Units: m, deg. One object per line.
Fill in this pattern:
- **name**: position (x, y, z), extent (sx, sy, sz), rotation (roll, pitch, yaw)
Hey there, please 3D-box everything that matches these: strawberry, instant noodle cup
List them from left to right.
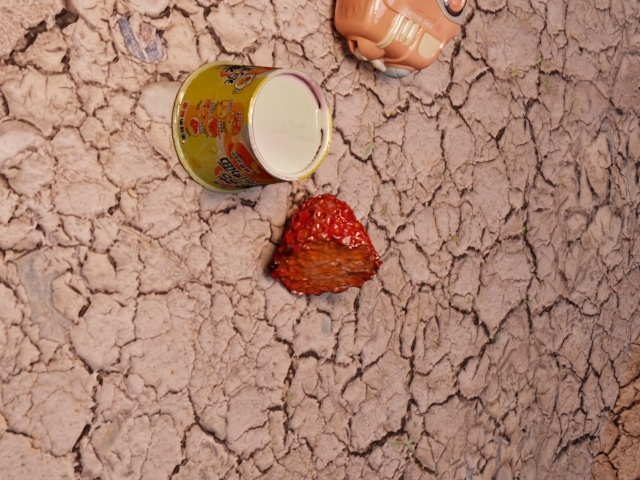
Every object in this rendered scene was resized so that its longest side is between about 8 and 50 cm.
- **instant noodle cup**: position (-0.118, -0.212, 1.782), extent (0.264, 0.200, 0.265), rotation (-5, 98, -42)
- **strawberry**: position (0.000, 0.000, 1.952), extent (0.234, 0.234, 0.178), rotation (30, 43, -40)

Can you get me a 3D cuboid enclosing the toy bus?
- **toy bus**: position (0.161, -0.474, 2.035), extent (0.287, 0.194, 0.232), rotation (23, 85, -42)
